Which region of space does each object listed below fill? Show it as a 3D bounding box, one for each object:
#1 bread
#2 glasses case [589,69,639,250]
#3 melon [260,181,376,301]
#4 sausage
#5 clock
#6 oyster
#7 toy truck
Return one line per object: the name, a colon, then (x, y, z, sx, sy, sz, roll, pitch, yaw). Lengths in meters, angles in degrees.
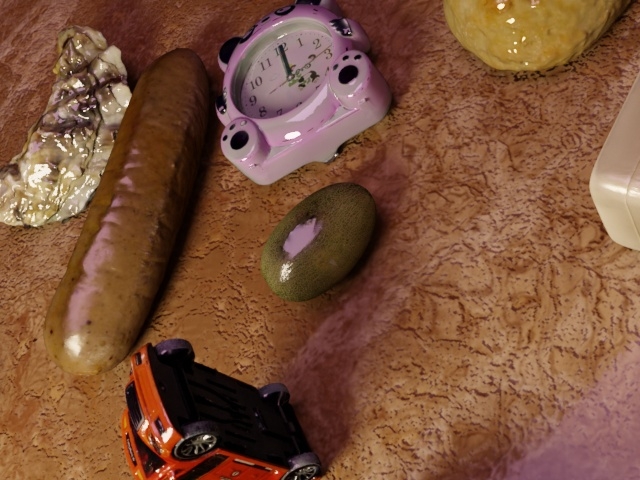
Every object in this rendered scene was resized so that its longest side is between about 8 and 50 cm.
bread: (0.243, -0.321, 0.930, 0.245, 0.134, 0.244, -12, 62, 23)
glasses case: (0.367, -0.155, 0.762, 0.076, 0.144, 0.336, 21, 79, 36)
melon: (0.000, 0.000, 0.929, 0.162, 0.099, 0.099, -47, 52, -2)
sausage: (-0.244, -0.058, 1.091, 0.136, 0.123, 0.500, -19, 52, 57)
clock: (-0.036, -0.213, 1.069, 0.228, 0.090, 0.247, -28, 53, 15)
oyster: (-0.417, -0.161, 1.249, 0.351, 0.115, 0.238, -50, 51, -1)
toy truck: (-0.106, 0.193, 0.792, 0.114, 0.253, 0.107, -38, 52, 13)
